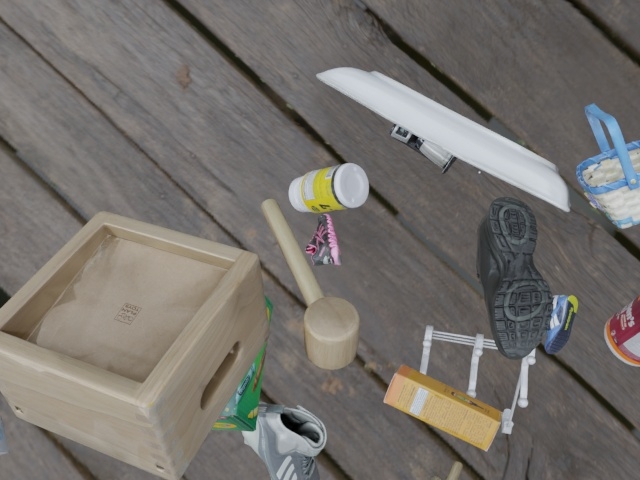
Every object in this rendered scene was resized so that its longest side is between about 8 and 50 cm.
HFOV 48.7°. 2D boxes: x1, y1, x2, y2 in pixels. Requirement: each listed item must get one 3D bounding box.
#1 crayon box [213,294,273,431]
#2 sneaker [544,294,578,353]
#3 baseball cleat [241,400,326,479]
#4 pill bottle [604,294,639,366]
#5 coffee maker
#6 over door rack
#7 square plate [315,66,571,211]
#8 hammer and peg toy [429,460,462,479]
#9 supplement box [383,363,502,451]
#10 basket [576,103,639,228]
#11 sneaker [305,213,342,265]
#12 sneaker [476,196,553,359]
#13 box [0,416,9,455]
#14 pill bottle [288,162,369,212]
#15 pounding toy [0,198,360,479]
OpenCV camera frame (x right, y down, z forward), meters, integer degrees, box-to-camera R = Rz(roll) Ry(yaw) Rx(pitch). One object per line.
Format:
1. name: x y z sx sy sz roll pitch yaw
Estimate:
1. crayon box: -0.209 0.143 0.883 0.279 0.081 0.165 -2 62 15
2. sneaker: 0.546 0.192 1.637 0.059 0.053 0.144 16 84 52
3. baseball cleat: -0.029 0.288 0.946 0.110 0.072 0.205 -7 136 30
4. pill bottle: 0.678 0.156 1.406 0.121 0.121 0.221 36 144 7
5. coffee maker: 0.275 -0.262 1.790 0.178 0.171 0.120 36 97 7
6. over door rack: 0.336 0.334 1.589 0.240 0.108 0.324 9 136 10
7. square plate: 0.198 -0.143 0.981 0.344 0.347 0.049 31 103 15
8. hammer and peg toy: 0.243 0.664 1.625 0.127 0.361 0.266 42 62 5
9. supplement box: 0.256 0.348 1.478 0.234 0.078 0.080 22 102 15
10. basket: 0.739 -0.190 1.754 0.201 0.254 0.288 -19 105 16
11. sneaker: 0.000 0.000 1.181 0.057 0.119 0.047 -16 128 4
12. sneaker: 0.334 0.073 1.261 0.109 0.130 0.286 6 69 -9
13. box: -0.369 0.182 0.559 0.186 0.145 0.038 -20 73 -7
14. pill bottle: 0.018 -0.135 1.895 0.209 0.119 0.119 -6 95 48
15. pounding toy: -0.072 0.059 0.467 0.206 0.181 0.094 15 136 19
